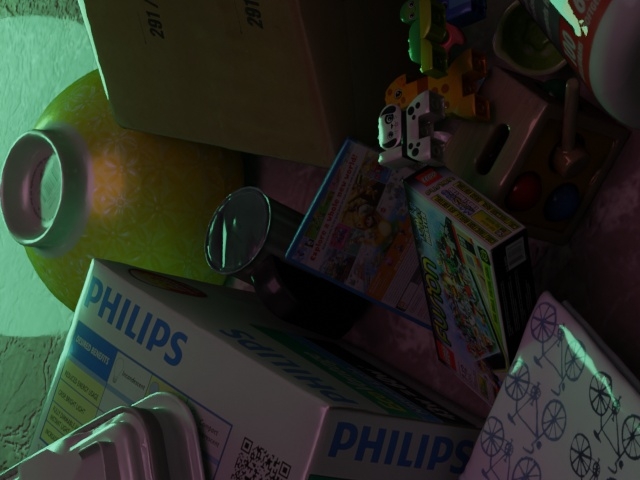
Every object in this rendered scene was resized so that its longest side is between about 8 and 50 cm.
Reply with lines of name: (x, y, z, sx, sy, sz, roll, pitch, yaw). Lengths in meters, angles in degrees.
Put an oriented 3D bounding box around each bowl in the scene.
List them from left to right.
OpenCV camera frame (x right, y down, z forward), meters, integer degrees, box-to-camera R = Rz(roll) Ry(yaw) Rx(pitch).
bowl: (-0.224, -0.047, 1.792, 0.289, 0.156, 0.289, -5, 83, 47)

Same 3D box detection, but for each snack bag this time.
snack bag: (0.171, 0.255, 1.293, 0.323, 0.037, 0.342, -123, 48, -57)

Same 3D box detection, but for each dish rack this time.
dish rack: (-0.190, 0.308, 1.438, 0.285, 0.072, 0.332, -32, 59, 40)

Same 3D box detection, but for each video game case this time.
video game case: (0.070, 0.000, 1.511, 0.119, 0.166, 0.015, -62, 7, 17)

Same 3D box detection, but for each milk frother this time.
milk frother: (0.000, 0.000, 1.580, 0.143, 0.135, 0.129, -56, 41, 10)

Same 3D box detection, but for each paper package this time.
paper package: (-0.068, -0.249, 1.565, 0.309, 0.168, 0.325, 14, 129, 40)

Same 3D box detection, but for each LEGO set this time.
LEGO set: (0.075, -0.147, 1.420, 0.093, 0.087, 0.227, -18, 64, 41)

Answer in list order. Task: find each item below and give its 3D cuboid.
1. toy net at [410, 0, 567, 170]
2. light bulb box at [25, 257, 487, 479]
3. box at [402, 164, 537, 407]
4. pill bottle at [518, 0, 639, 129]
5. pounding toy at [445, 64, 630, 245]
toy net: (0.120, -0.113, 1.507, 0.122, 0.045, 0.232, 27, 103, 1)
light bulb box: (-0.078, 0.251, 1.545, 0.358, 0.225, 0.361, 27, 100, 46)
box: (0.126, 0.046, 1.422, 0.114, 0.036, 0.207, 41, 154, 43)
pill bottle: (0.215, -0.270, 1.368, 0.210, 0.210, 0.363, -52, 49, 25)
pounding toy: (0.176, -0.074, 1.423, 0.100, 0.130, 0.141, 43, 112, 42)
